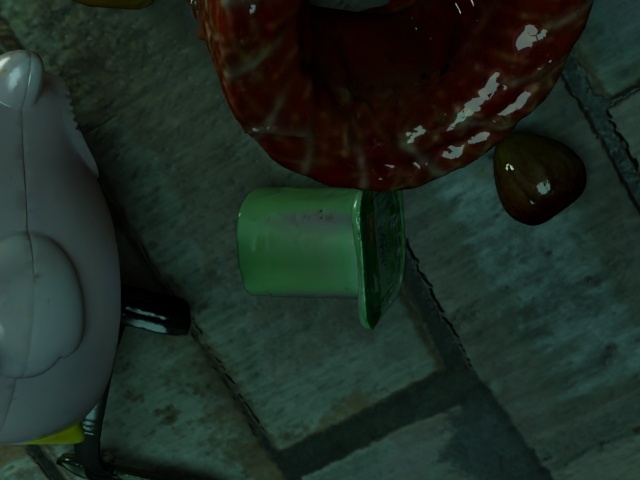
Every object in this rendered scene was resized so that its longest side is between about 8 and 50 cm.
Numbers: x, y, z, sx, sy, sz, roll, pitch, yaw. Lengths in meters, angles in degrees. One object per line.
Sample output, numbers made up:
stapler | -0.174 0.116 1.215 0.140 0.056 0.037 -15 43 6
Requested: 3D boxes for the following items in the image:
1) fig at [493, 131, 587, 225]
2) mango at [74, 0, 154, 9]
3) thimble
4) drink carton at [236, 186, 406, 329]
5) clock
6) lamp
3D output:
fig | 0.200 -0.078 1.288 0.089 0.089 0.125 -42 79 21
mango | -0.216 -0.269 1.303 0.114 0.060 0.080 30 101 -1
thimble | 0.045 -0.236 1.122 0.350 0.231 0.350 -9 130 -11
drink carton | 0.000 0.000 1.325 0.142 0.144 0.146 1 109 21
clock | -0.356 0.005 1.285 0.250 0.368 0.377 1 94 -31
lamp | -0.180 0.184 1.432 0.203 0.124 0.283 12 114 -4
